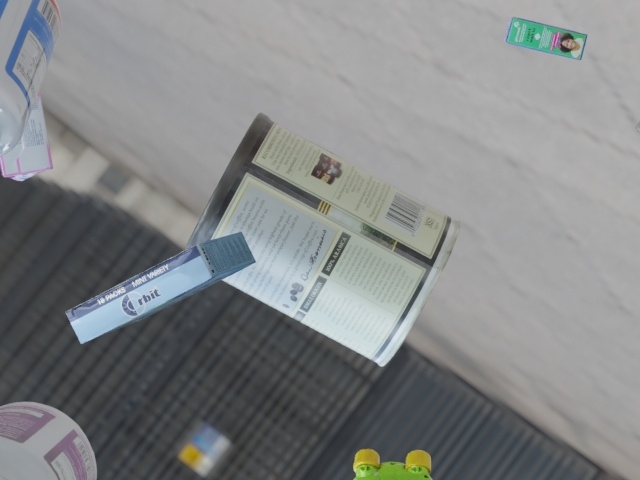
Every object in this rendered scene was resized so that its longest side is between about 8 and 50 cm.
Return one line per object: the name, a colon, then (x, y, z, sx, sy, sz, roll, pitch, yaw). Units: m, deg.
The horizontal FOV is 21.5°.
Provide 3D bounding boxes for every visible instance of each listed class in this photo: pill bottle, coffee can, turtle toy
pill bottle: (-0.350, 0.282, 1.835, 0.169, 0.169, 0.301, 38, -174, 0)
pill bottle: (-0.332, -0.153, 1.614, 0.124, 0.221, 0.124, 6, 137, 6)
coffee can: (0.000, 0.000, 2.020, 0.275, 0.201, 0.201, 29, 173, -2)
turtle toy: (0.082, 0.250, 1.584, 0.130, 0.095, 0.066, 1, 138, 7)

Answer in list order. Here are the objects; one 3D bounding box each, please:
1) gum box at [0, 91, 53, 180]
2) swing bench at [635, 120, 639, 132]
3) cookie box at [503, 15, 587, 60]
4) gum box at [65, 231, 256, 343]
gum box: (-0.373, -0.165, 2.059, 0.107, 0.062, 0.188, -161, 62, -77)
swing bench: (0.553, -0.073, 2.065, 0.254, 0.165, 0.253, 63, 168, -14)
cookie box: (0.311, -0.282, 2.348, 0.107, 0.040, 0.092, 13, -171, 1)
gum box: (-0.164, 0.048, 1.776, 0.041, 0.157, 0.184, 64, -168, 2)
